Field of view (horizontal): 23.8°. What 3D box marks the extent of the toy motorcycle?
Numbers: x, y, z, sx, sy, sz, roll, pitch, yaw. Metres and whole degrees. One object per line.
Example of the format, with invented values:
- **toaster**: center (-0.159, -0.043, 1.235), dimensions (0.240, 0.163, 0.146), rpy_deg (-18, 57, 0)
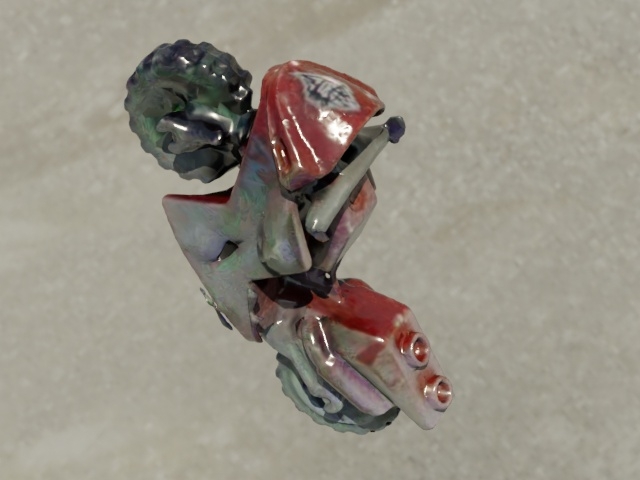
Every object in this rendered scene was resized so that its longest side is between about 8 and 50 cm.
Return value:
- **toy motorcycle**: center (0.001, -0.001, 0.678), dimensions (0.122, 0.213, 0.082), rpy_deg (-5, 33, 43)
